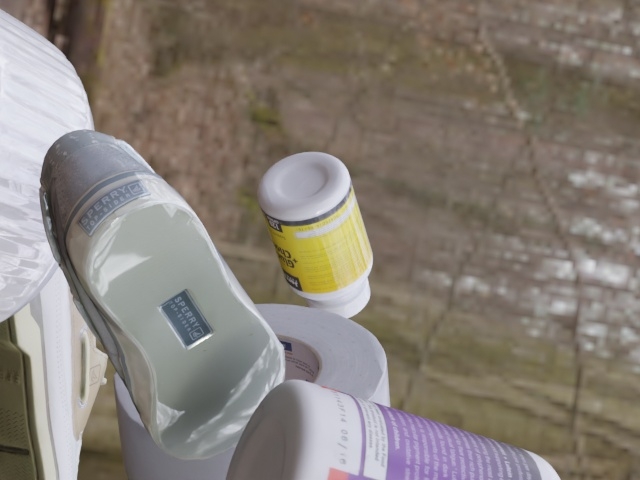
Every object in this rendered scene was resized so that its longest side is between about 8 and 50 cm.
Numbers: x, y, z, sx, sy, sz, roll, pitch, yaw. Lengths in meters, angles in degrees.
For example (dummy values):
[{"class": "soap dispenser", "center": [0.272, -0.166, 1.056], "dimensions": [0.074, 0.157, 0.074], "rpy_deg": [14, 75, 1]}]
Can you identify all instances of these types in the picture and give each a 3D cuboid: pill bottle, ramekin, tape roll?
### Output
[{"class": "pill bottle", "center": [0.055, 0.145, 0.884], "dimensions": [0.108, 0.193, 0.108], "rpy_deg": [-161, -90, -72]}, {"class": "ramekin", "center": [-0.219, -0.043, 0.994], "dimensions": [0.207, 0.109, 0.207], "rpy_deg": [-17, -116, 38]}, {"class": "pill bottle", "center": [0.000, 0.000, 1.954], "dimensions": [0.103, 0.103, 0.184], "rpy_deg": [-96, 171, -48]}, {"class": "tape roll", "center": [-0.053, 0.133, 1.422], "dimensions": [0.219, 0.219, 0.072], "rpy_deg": [-110, -166, -63]}]

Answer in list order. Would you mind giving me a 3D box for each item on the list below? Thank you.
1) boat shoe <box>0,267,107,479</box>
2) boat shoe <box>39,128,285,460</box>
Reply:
[{"class": "boat shoe", "center": [-0.199, 0.096, 1.252], "dimensions": [0.103, 0.113, 0.302], "rpy_deg": [-31, 133, -47]}, {"class": "boat shoe", "center": [-0.078, 0.026, 0.872], "dimensions": [0.081, 0.079, 0.227], "rpy_deg": [53, -10, 35]}]
